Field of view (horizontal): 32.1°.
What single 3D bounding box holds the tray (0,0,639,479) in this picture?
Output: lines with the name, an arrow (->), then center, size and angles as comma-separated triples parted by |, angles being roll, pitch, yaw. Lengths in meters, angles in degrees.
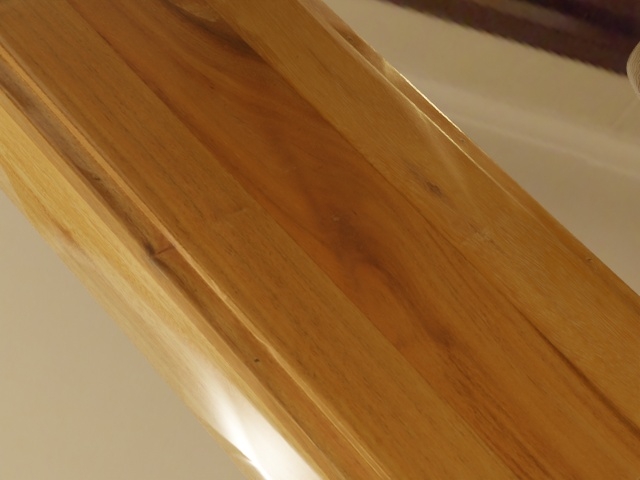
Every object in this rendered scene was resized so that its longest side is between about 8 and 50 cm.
tray -> 0.000, 0.000, 0.567 | 0.203, 0.076, 0.411 | -30, -115, -36

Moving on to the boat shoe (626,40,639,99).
boat shoe -> 0.313, -0.028, 0.585 | 0.324, 0.116, 0.123 | 35, -156, 2
